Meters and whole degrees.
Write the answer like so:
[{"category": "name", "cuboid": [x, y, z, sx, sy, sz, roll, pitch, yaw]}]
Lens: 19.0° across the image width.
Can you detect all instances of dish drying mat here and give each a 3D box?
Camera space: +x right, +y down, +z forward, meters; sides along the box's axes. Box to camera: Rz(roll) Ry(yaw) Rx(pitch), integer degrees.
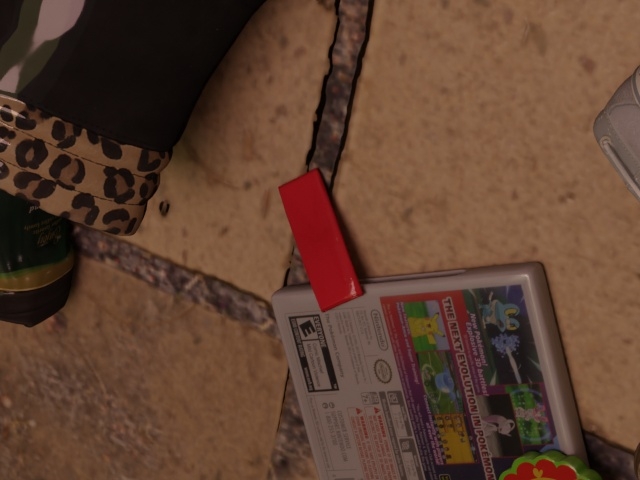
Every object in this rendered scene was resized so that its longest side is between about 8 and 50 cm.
[{"category": "dish drying mat", "cuboid": [0.000, 0.000, 1.171, 0.032, 0.008, 0.083, -26, 78, 31]}]

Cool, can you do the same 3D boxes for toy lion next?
[{"category": "toy lion", "cuboid": [0.130, 0.174, 1.141, 0.100, 0.034, 0.096, -20, 91, 34]}]

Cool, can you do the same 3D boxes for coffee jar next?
[{"category": "coffee jar", "cuboid": [-0.208, -0.038, 1.245, 0.096, 0.079, 0.184, 16, 117, 24]}]

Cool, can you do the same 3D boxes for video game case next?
[{"category": "video game case", "cuboid": [0.073, 0.117, 1.182, 0.183, 0.023, 0.201, -6, 105, 32]}]

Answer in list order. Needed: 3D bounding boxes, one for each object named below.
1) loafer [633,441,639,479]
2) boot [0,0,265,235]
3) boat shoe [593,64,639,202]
[{"category": "loafer", "cuboid": [0.240, 0.123, 1.071, 0.148, 0.050, 0.056, -14, 102, 33]}, {"category": "boot", "cuboid": [-0.189, -0.199, 1.078, 0.377, 0.138, 0.284, 28, 107, -2]}, {"category": "boat shoe", "cuboid": [0.232, 0.003, 1.019, 0.227, 0.079, 0.081, 53, 134, 7]}]
